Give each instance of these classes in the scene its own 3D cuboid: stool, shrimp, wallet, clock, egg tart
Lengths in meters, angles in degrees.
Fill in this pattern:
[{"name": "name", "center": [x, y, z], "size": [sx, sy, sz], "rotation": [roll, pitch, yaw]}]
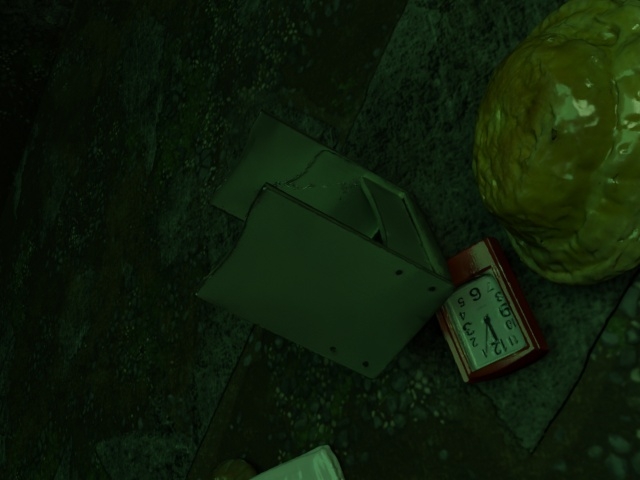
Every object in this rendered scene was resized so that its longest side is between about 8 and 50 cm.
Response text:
[{"name": "stool", "center": [0.000, 0.000, 0.791], "size": [0.170, 0.269, 0.244], "rotation": [-54, 21, 23]}, {"name": "shrimp", "center": [-0.183, 0.493, 1.046], "size": [0.145, 0.061, 0.267], "rotation": [40, 107, 44]}, {"name": "wallet", "center": [-0.039, 0.398, 0.927], "size": [0.182, 0.032, 0.124], "rotation": [-32, 61, 25]}, {"name": "clock", "center": [0.207, 0.090, 0.760], "size": [0.113, 0.061, 0.155], "rotation": [-36, 60, 36]}, {"name": "egg tart", "center": [0.248, -0.110, 0.655], "size": [0.319, 0.128, 0.319], "rotation": [-176, 90, -71]}]

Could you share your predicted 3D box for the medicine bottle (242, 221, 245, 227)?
[{"name": "medicine bottle", "center": [-0.093, -0.033, 1.094], "size": [0.092, 0.061, 0.221], "rotation": [13, 89, 21]}]
